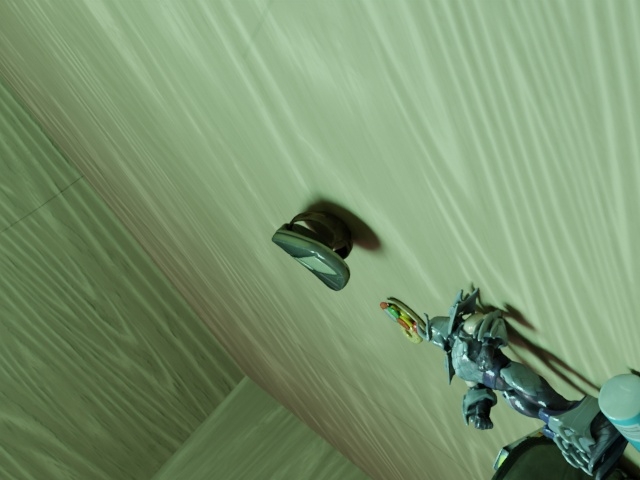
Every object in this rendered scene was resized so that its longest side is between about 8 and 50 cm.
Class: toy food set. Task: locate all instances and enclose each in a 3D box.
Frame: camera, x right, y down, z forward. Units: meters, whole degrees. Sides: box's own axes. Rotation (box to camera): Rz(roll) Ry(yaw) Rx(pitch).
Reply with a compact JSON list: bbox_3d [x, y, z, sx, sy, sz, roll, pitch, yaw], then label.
[{"bbox_3d":[0.121,0.115,1.804,0.082,0.020,0.083,43,168,1],"label":"toy food set"}]

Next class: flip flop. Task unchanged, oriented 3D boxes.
[{"bbox_3d":[0.000,0.000,1.693,0.112,0.080,0.277,39,-177,-4],"label":"flip flop"}]

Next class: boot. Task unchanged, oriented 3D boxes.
[{"bbox_3d":[0.310,0.310,1.518,0.161,0.083,0.246,37,-151,27],"label":"boot"}]

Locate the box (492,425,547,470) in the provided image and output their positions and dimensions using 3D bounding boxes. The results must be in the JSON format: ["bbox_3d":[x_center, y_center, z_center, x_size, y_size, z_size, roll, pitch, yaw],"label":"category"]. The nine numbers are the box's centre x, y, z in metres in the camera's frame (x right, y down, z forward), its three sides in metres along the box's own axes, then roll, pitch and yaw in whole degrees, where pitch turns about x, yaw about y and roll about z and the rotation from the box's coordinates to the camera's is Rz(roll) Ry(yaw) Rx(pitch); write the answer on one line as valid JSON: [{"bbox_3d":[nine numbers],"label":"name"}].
[{"bbox_3d":[0.340,0.329,1.635,0.207,0.036,0.114,36,-149,30],"label":"box"}]

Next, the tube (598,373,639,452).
[{"bbox_3d":[0.355,0.211,1.331,0.080,0.052,0.207,38,173,45],"label":"tube"}]

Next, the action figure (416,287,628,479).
[{"bbox_3d":[0.223,0.166,1.453,0.285,0.099,0.185,33,158,27],"label":"action figure"}]
